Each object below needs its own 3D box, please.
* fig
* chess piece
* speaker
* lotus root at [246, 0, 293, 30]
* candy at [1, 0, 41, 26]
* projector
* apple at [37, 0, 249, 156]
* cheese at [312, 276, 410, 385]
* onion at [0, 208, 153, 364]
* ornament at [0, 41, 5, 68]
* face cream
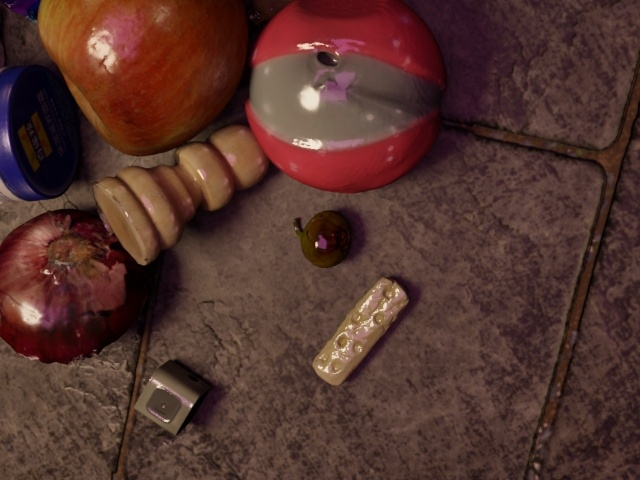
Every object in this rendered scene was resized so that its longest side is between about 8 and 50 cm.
[{"bbox_3d":[0.000,0.000,1.358,0.098,0.082,0.084,-3,116,50],"label":"fig"},{"bbox_3d":[-0.193,-0.088,1.311,0.261,0.143,0.143,-35,89,-22],"label":"chess piece"},{"bbox_3d":[0.034,-0.206,1.269,0.294,0.294,0.294,1,97,10],"label":"speaker"},{"bbox_3d":[-0.050,-0.383,1.307,0.077,0.090,0.183,35,104,-21],"label":"lotus root"},{"bbox_3d":[-0.362,-0.322,1.383,0.145,0.070,0.275,-39,92,3],"label":"candy"},{"bbox_3d":[-0.236,0.251,1.419,0.082,0.083,0.083,32,102,5],"label":"projector"},{"bbox_3d":[-0.232,-0.279,1.230,0.301,0.301,0.302,1,97,10],"label":"apple"},{"bbox_3d":[0.062,0.140,1.371,0.065,0.043,0.194,40,102,3],"label":"cheese"},{"bbox_3d":[-0.385,0.076,1.373,0.252,0.219,0.252,1,56,-2],"label":"onion"},{"bbox_3d":[-0.645,-0.239,1.356,0.239,0.240,0.240,-4,96,11],"label":"ornament"},{"bbox_3d":[-0.463,-0.160,1.350,0.111,0.206,0.206,-5,96,14],"label":"face cream"}]
